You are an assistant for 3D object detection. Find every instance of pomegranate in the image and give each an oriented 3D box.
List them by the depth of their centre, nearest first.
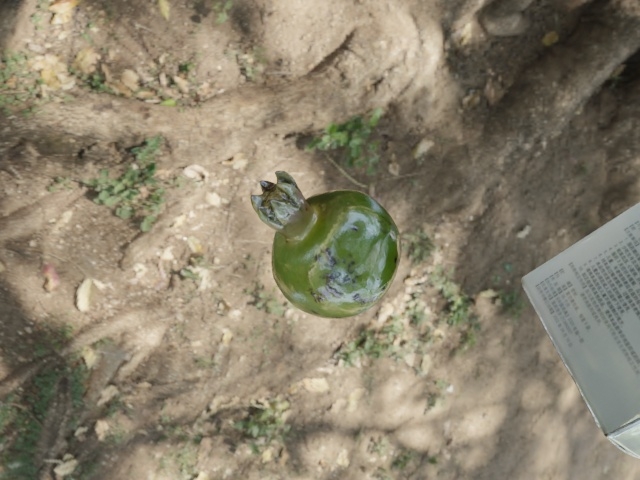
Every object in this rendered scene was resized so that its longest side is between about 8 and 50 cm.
[{"bbox_3d":[0.000,0.000,0.594,0.142,0.114,0.115,41,68,-33],"label":"pomegranate"}]

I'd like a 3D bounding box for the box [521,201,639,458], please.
[{"bbox_3d":[0.377,0.050,0.712,0.106,0.299,0.200,35,27,-42],"label":"box"}]
